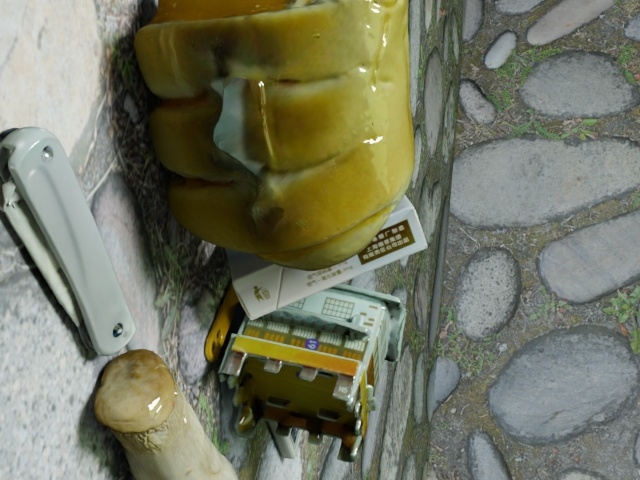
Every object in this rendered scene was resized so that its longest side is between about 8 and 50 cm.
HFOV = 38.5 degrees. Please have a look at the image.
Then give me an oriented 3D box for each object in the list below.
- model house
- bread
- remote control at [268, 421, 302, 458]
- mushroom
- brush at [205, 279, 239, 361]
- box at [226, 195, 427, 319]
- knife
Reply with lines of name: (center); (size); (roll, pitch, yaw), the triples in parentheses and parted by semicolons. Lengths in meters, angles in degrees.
model house: (-0.010, 0.160, 1.274); (0.198, 0.224, 0.215); (83, 22, -52)
bread: (-0.054, -0.116, 0.995); (0.210, 0.300, 0.341); (-45, 138, -59)
remote control: (-0.060, 0.267, 1.473); (0.190, 0.029, 0.087); (75, 23, -44)
mushroom: (-0.157, 0.243, 1.036); (0.351, 0.095, 0.122); (73, 7, -52)
brush: (-0.116, 0.058, 1.289); (0.103, 0.013, 0.272); (75, 24, -44)
box: (0.000, 0.000, 1.187); (0.155, 0.243, 0.067); (-116, -177, -66)
knife: (-0.233, 0.011, 0.843); (0.073, 0.041, 0.265); (-59, 149, -38)
